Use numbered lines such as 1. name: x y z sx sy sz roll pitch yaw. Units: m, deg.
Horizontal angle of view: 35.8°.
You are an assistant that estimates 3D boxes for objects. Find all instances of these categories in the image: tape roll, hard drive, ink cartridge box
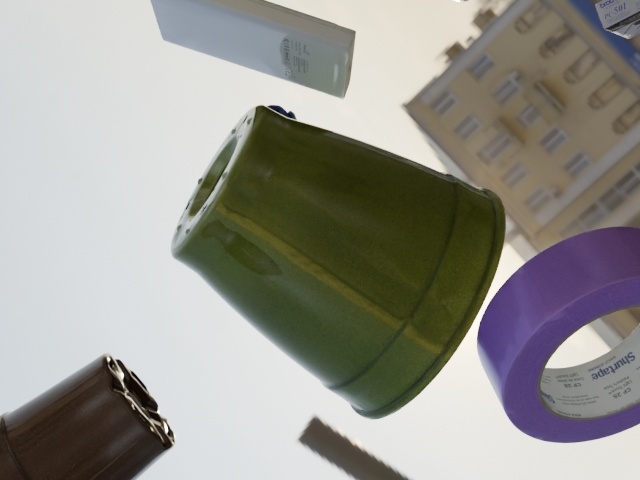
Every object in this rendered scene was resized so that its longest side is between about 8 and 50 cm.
1. tape roll: 0.329 0.117 1.178 0.274 0.275 0.090 31 -156 -36
2. hard drive: -0.101 -0.310 1.502 0.307 0.040 0.203 19 167 3
3. ink cartridge box: 0.511 -0.362 1.424 0.097 0.207 0.046 -1 -109 -52

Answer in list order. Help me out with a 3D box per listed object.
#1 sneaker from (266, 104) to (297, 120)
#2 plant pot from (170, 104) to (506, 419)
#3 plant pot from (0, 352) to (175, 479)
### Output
1. sneaker: -0.057 -0.159 1.630 0.296 0.111 0.131 -77 -17 -80
2. plant pot: 0.000 0.000 1.362 0.353 0.366 0.366 31 -157 -14
3. plant pot: -0.255 0.217 1.052 0.167 0.165 0.167 53 177 3
